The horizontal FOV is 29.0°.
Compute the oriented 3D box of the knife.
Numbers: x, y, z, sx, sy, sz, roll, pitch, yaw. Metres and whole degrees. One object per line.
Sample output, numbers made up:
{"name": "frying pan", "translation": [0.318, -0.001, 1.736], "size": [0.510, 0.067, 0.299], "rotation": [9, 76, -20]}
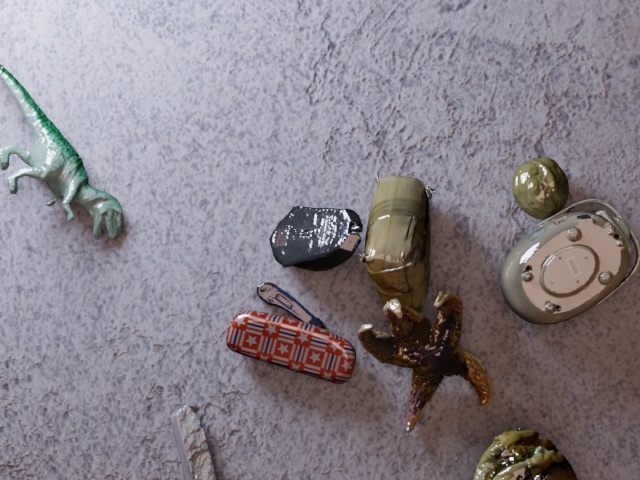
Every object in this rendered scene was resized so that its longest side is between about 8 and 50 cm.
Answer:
{"name": "knife", "translation": [-0.043, 0.102, 1.851], "size": [0.121, 0.018, 0.031], "rotation": [36, 83, 5]}

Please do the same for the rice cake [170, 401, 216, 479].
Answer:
{"name": "rice cake", "translation": [-0.173, 0.372, 1.826], "size": [0.049, 0.055, 0.269], "rotation": [-13, 87, -17]}

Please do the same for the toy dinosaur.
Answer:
{"name": "toy dinosaur", "translation": [-0.448, -0.139, 1.857], "size": [0.129, 0.076, 0.383], "rotation": [-38, 91, -31]}

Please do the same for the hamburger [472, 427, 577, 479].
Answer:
{"name": "hamburger", "translation": [0.278, 0.368, 1.723], "size": [0.130, 0.183, 0.206], "rotation": [18, 88, 32]}

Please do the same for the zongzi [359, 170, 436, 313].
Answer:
{"name": "zongzi", "translation": [0.122, 0.022, 1.819], "size": [0.099, 0.197, 0.194], "rotation": [-1, 50, 15]}

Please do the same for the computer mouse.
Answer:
{"name": "computer mouse", "translation": [0.000, 0.000, 1.815], "size": [0.172, 0.057, 0.099], "rotation": [-6, 62, 38]}

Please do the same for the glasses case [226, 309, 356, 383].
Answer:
{"name": "glasses case", "translation": [-0.041, 0.153, 1.829], "size": [0.195, 0.049, 0.073], "rotation": [17, 100, 5]}

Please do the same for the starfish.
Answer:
{"name": "starfish", "translation": [0.156, 0.170, 1.783], "size": [0.238, 0.071, 0.216], "rotation": [30, 115, -17]}

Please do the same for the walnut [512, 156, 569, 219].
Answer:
{"name": "walnut", "translation": [0.321, -0.077, 1.805], "size": [0.092, 0.092, 0.092], "rotation": [0, 86, 4]}

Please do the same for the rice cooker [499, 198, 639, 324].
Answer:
{"name": "rice cooker", "translation": [0.355, 0.036, 1.773], "size": [0.206, 0.127, 0.145], "rotation": [-36, 90, 10]}
